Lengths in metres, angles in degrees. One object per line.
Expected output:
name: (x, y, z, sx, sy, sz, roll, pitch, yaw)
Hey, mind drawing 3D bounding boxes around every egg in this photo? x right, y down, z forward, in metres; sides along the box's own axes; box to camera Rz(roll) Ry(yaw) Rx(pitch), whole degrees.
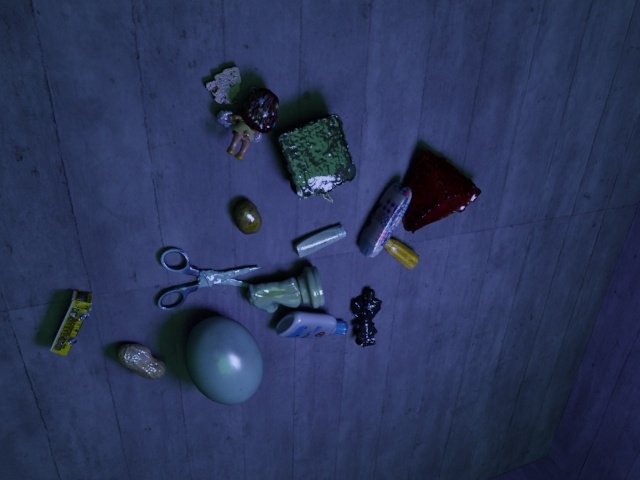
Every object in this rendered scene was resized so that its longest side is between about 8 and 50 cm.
egg: (-0.363, 0.457, 1.835, 0.276, 0.276, 0.389, -26, 125, -11)

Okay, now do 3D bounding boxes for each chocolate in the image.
chocolate: (0.327, 0.040, 2.064, 0.219, 0.085, 0.085, 34, 98, -30)

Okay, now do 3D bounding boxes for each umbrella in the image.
umbrella: (0.202, 0.342, 2.151, 0.110, 0.122, 0.272, -38, 137, -60)

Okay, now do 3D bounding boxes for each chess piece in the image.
chess piece: (-0.139, 0.209, 1.904, 0.298, 0.176, 0.176, -12, 121, -6)

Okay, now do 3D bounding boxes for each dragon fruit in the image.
dragon fruit: (0.475, -0.207, 2.003, 0.329, 0.228, 0.286, -14, 156, -40)

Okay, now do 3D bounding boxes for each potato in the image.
potato: (-0.259, -0.078, 1.729, 0.091, 0.070, 0.138, -24, 124, -11)

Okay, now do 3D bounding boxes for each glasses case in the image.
glasses case: (0.255, -0.082, 1.936, 0.076, 0.125, 0.327, 21, 105, -31)

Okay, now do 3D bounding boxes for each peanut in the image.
peanut: (-0.666, 0.453, 1.808, 0.214, 0.090, 0.098, 53, 58, -36)

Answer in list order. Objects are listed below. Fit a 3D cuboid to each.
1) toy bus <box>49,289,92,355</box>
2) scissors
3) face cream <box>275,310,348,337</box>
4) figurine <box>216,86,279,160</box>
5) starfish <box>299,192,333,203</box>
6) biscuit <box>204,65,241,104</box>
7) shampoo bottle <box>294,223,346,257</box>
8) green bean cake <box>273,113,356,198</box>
toy bus: (-0.843, 0.279, 1.642, 0.074, 0.081, 0.226, 23, 108, -28)
scissors: (-0.408, 0.147, 1.804, 0.383, 0.029, 0.256, 2, 115, -27)
face cream: (-0.020, 0.362, 2.044, 0.336, 0.080, 0.163, 13, 138, -41)
figurine: (-0.224, -0.378, 1.551, 0.174, 0.116, 0.240, 30, 97, -44)
starfish: (0.004, -0.210, 1.788, 0.208, 0.053, 0.176, -28, 106, -9)
biscuit: (-0.295, -0.493, 1.525, 0.119, 0.019, 0.130, 28, 103, -36)
shampoo bottle: (0.000, 0.000, 1.905, 0.212, 0.049, 0.072, -24, 119, -13)
green bean cake: (-0.016, -0.292, 1.671, 0.241, 0.132, 0.255, -26, 111, -11)
